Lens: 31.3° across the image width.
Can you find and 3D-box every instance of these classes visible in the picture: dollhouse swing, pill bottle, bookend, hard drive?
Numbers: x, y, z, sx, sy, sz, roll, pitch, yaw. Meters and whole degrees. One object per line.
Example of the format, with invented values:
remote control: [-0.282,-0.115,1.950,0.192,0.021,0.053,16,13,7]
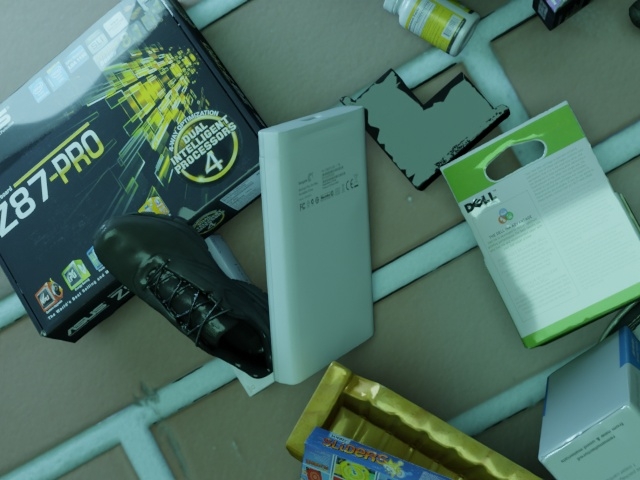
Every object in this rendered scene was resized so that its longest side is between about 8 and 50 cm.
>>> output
dollhouse swing: [0.087,0.379,1.414,0.347,0.315,0.305,31,79,8]
pill bottle: [0.143,-0.295,1.489,0.116,0.065,0.065,33,97,8]
bookend: [0.137,-0.173,1.489,0.156,0.072,0.157,-42,83,8]
hard drive: [0.000,0.000,1.420,0.040,0.203,0.307,7,108,31]

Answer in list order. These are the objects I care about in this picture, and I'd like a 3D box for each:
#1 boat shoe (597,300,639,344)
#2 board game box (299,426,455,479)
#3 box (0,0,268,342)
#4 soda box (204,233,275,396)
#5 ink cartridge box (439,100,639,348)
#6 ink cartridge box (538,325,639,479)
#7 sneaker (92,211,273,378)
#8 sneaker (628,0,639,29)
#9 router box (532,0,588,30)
boat shoe: [0.499,0.092,1.406,0.340,0.113,0.127,-23,88,10]
board game box: [0.071,0.309,1.320,0.201,0.035,0.136,19,125,16]
box: [-0.278,-0.104,1.529,0.395,0.097,0.318,-37,69,9]
soda box: [-0.116,0.099,1.544,0.074,0.069,0.216,-34,85,9]
ink cartridge box: [0.295,-0.018,1.438,0.189,0.097,0.255,-28,78,17]
ink cartridge box: [0.404,0.285,1.337,0.129,0.223,0.307,-38,96,21]
sneaker: [-0.153,0.068,1.403,0.286,0.130,0.109,34,104,-18]
sneaker: [0.507,-0.335,1.413,0.271,0.100,0.108,-23,78,4]
router box: [0.326,-0.322,1.396,0.133,0.179,0.046,-36,87,9]
